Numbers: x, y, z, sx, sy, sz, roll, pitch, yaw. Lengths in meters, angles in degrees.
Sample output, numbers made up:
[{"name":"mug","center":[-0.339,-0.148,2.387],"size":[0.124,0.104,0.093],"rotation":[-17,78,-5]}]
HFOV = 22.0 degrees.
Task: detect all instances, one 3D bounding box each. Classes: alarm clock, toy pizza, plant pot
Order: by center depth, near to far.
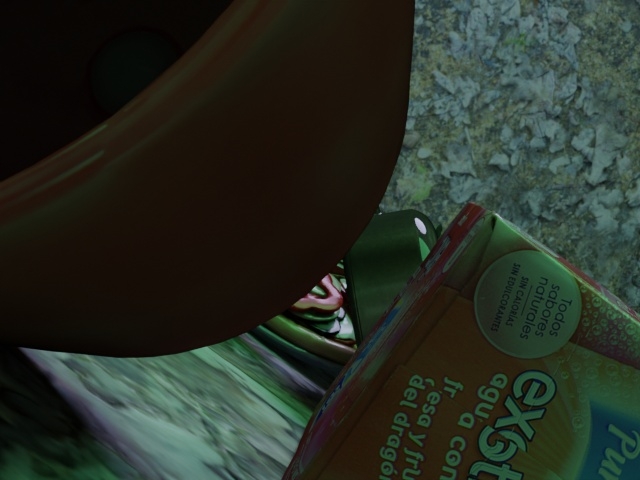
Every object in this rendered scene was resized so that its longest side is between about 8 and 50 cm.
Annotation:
[{"name":"plant pot","center":[-0.088,-0.085,0.508],"size":[0.275,0.275,0.243],"rotation":[37,-5,21]},{"name":"alarm clock","center":[0.051,0.062,0.932],"size":[0.129,0.064,0.192],"rotation":[77,7,-46]},{"name":"toy pizza","center":[0.005,0.021,1.082],"size":[0.201,0.032,0.201],"rotation":[22,26,-11]}]

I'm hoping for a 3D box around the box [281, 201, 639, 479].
[{"name":"box","center":[0.086,0.083,0.706],"size":[0.154,0.142,0.300],"rotation":[36,4,1]}]
